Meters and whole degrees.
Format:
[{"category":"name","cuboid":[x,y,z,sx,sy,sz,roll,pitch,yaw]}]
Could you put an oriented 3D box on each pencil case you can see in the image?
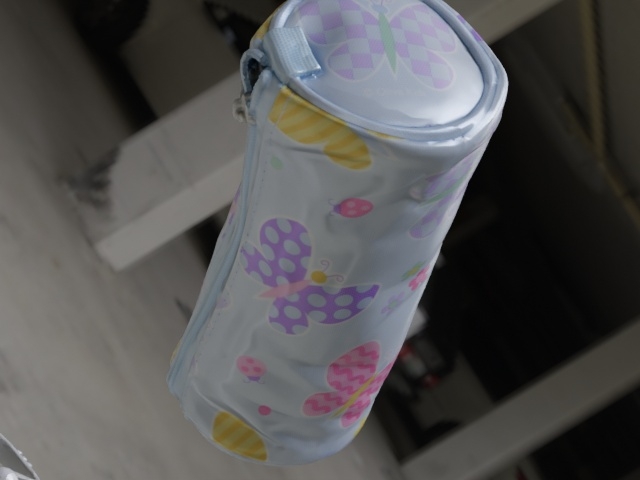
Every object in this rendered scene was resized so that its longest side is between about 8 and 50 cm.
[{"category":"pencil case","cuboid":[0.000,0.000,0.791,0.113,0.124,0.273,53,-34,29]}]

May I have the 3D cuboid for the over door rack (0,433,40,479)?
[{"category":"over door rack","cuboid":[-0.223,0.277,0.996,0.324,0.239,0.108,37,-3,38]}]
